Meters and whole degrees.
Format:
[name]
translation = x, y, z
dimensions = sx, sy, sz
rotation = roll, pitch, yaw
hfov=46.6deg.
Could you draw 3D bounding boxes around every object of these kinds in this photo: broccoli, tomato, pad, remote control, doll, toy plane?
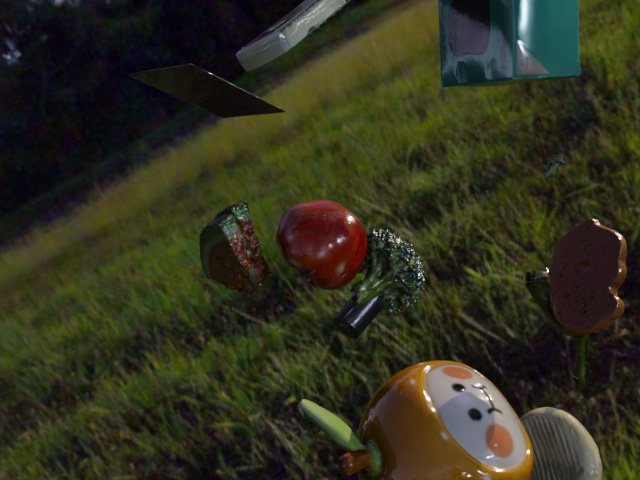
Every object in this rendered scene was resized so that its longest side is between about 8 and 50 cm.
[broccoli]
translation = 0.121, 0.068, 1.429
dimensions = 0.160, 0.154, 0.167
rotation = -27, -26, -20
[tomato]
translation = 0.000, 0.000, 1.360
dimensions = 0.151, 0.187, 0.187
rotation = -51, 18, 5
[pad]
translation = -0.190, -0.251, 1.270
dimensions = 0.158, 0.003, 0.235
rotation = 2, -9, 37
[remote control]
translation = -0.026, -0.449, 1.490
dimensions = 0.145, 0.050, 0.344
rotation = -11, 30, 48
[doll]
translation = 0.109, 0.247, 0.846
dimensions = 0.236, 0.214, 0.213
rotation = 3, 6, -24
[toy plane]
translation = 0.547, -0.173, 1.748
dimensions = 0.077, 0.024, 0.084
rotation = -9, -15, -24

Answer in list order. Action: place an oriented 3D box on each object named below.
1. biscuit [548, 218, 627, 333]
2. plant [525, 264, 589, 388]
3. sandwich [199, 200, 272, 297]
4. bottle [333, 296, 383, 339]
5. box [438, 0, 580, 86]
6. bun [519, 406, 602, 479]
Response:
[biscuit]
translation = 0.298, 0.039, 0.828
dimensions = 0.102, 0.019, 0.130
rotation = -25, 53, 53
[plant]
translation = 0.568, 0.179, 1.559
dimensions = 0.180, 0.334, 0.251
rotation = -24, 9, 16
[sandwich]
translation = -0.175, 0.034, 1.436
dimensions = 0.079, 0.159, 0.235
rotation = -26, -8, -29
[bottle]
translation = 0.132, 0.121, 1.721
dimensions = 0.244, 0.082, 0.072
rotation = -48, 22, -23
[box]
translation = 0.306, -0.365, 1.254
dimensions = 0.118, 0.205, 0.311
rotation = -8, 11, -12
[bun]
translation = 0.484, 0.469, 1.555
dimensions = 0.231, 0.133, 0.231
rotation = -15, 64, 34
